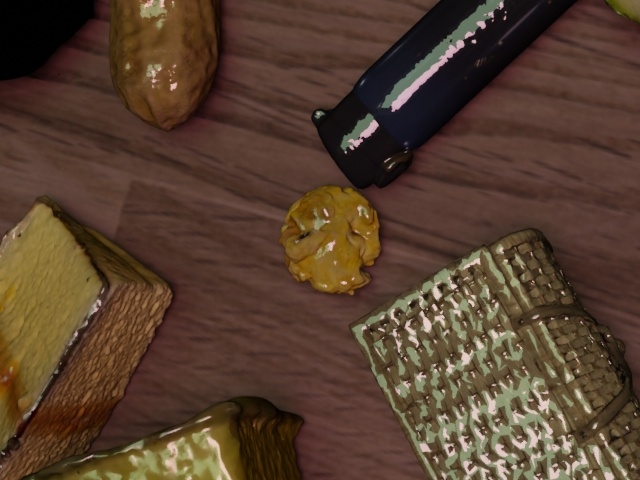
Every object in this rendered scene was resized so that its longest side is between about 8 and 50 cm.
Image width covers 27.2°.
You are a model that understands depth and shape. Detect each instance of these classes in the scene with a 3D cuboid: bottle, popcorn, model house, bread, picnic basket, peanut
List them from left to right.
[{"bbox_3d":[-0.254,0.090,1.031,0.178,0.135,0.240,34,94,19],"label":"bread"},{"bbox_3d":[-0.128,-0.199,1.056,0.095,0.108,0.226,-3,82,12],"label":"peanut"},{"bbox_3d":[-0.072,0.244,0.920,0.174,0.193,0.234,-24,76,7],"label":"model house"},{"bbox_3d":[0.000,0.000,1.013,0.084,0.084,0.084,-3,80,17],"label":"popcorn"},{"bbox_3d":[0.102,-0.139,0.992,0.244,0.072,0.082,-42,74,7],"label":"bottle"},{"bbox_3d":[0.141,0.110,0.907,0.154,0.134,0.196,-31,72,9],"label":"picnic basket"}]

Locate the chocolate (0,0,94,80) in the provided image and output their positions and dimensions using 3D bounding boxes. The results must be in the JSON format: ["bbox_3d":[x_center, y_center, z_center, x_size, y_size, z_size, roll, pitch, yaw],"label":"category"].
[{"bbox_3d":[-0.304,-0.248,1.124,0.224,0.206,0.177,-47,27,-5],"label":"chocolate"}]

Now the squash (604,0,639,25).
[{"bbox_3d":[0.339,-0.205,0.898,0.287,0.137,0.137,-2,80,-6],"label":"squash"}]
